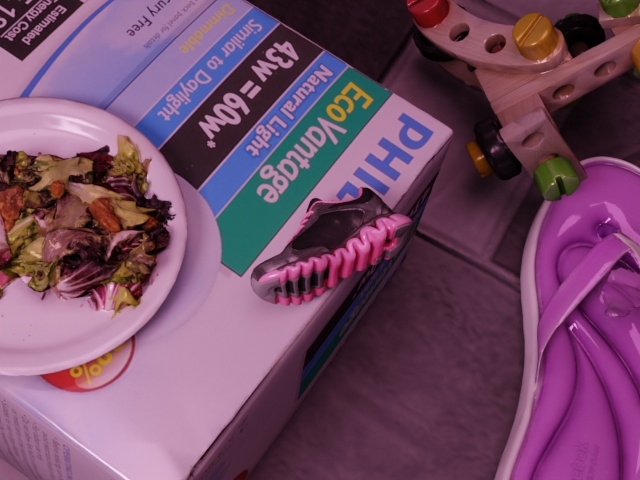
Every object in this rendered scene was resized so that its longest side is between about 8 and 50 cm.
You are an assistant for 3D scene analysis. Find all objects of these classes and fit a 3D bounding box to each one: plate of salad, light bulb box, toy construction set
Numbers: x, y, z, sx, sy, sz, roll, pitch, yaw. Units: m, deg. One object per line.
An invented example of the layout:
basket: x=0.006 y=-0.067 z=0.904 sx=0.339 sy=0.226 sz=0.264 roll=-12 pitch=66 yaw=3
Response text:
plate of salad: x=-0.185 y=-0.012 z=0.703 sx=0.200 sy=0.048 sz=0.199 roll=3 pitch=63 yaw=-5
light bulb box: x=-0.152 y=-0.005 z=0.856 sx=0.361 sy=0.225 sz=0.358 roll=33 pitch=64 yaw=10
toy construction set: x=0.218 y=-0.179 z=0.943 sx=0.258 sy=0.308 sz=0.237 roll=-9 pitch=57 yaw=-2

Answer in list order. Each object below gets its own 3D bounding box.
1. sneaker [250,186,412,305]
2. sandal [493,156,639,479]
sneaker: x=0.000 y=0.000 z=0.727 sx=0.119 sy=0.047 sz=0.057 roll=-24 pitch=63 yaw=-27
sandal: x=0.250 y=0.096 z=0.928 sx=0.170 sy=0.102 sz=0.416 roll=15 pitch=62 yaw=-1
